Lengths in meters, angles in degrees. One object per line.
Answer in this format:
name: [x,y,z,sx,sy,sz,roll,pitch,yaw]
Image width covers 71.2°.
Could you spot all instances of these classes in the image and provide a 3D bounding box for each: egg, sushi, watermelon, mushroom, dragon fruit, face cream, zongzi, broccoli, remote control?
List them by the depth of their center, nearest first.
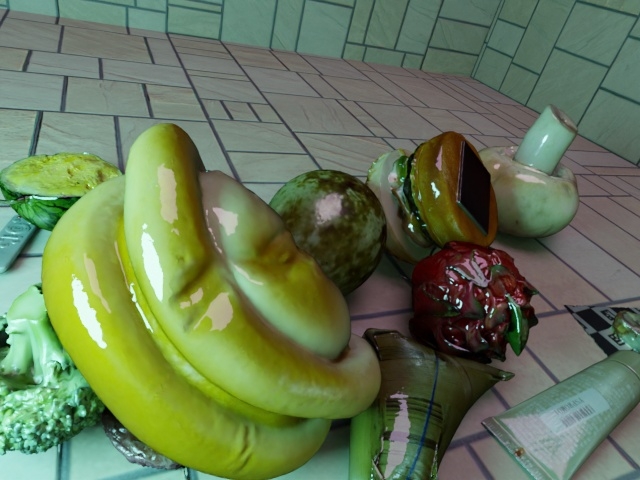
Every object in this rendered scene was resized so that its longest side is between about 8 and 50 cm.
broccoli: [-0.334,0.148,0.545,0.197,0.176,0.227,3,50,-19]
zongzi: [0.178,0.268,0.636,0.288,0.123,0.260,18,39,-12]
face cream: [0.439,0.284,0.753,0.341,0.084,0.137,-17,42,-27]
remote control: [-0.555,0.005,0.799,0.049,0.027,0.184,7,30,-15]
dragon fruit: [0.251,0.110,0.840,0.233,0.234,0.293,-12,11,-35]
egg: [0.000,0.000,0.842,0.238,0.238,0.290,20,52,8]
watermelon: [-0.490,-0.083,0.857,0.203,0.127,0.232,12,30,-7]
sushi: [0.763,0.236,0.950,0.319,0.069,0.339,5,35,-16]
mushroom: [0.600,-0.160,1.284,0.352,0.353,0.325,-5,69,-27]

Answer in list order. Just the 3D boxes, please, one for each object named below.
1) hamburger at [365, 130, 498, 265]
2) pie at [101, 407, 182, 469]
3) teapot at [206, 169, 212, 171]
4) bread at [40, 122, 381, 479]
hamburger: [0.235,-0.088,0.976,0.225,0.291,0.291,-17,7,44]
pie: [-0.206,0.233,0.595,0.153,0.038,0.154,9,32,-6]
teapot: [-0.266,-0.135,1.096,0.088,0.066,0.057,38,16,-5]
bread: [-0.113,0.078,0.569,0.424,0.245,0.329,50,8,-7]
